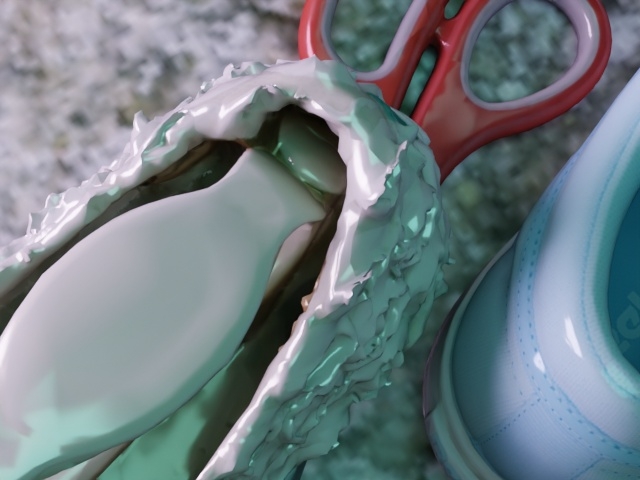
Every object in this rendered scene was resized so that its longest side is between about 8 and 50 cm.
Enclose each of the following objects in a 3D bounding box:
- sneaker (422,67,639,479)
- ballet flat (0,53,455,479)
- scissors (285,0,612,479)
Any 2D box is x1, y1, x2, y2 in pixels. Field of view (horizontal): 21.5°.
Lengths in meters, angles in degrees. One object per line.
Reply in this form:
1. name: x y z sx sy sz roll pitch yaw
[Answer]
1. sneaker: 0.184 -0.052 0.557 0.135 0.150 0.366 38 72 -1
2. ballet flat: -0.119 0.089 0.487 0.147 0.147 0.409 43 79 2
3. scissors: 0.000 0.000 0.592 0.109 0.021 0.297 34 77 -3
